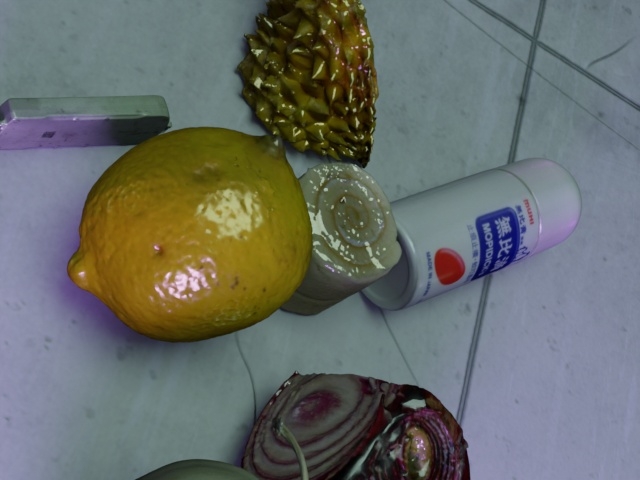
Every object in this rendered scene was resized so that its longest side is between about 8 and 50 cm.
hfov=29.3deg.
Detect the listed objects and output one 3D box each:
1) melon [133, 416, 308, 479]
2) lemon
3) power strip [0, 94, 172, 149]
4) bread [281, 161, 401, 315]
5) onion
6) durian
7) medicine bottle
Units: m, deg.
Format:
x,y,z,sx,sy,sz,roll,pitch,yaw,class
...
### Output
x,y,z,sx,sy,sz,roll,pitch,yaw,class
-0.130,0.342,1.121,0.272,0.308,0.271,49,21,-25,melon
-0.136,-0.005,1.289,0.254,0.228,0.228,-17,77,4,lemon
-0.270,-0.130,1.347,0.227,0.080,0.029,-6,71,-34,power strip
0.000,0.000,1.427,0.134,0.141,0.148,-20,81,-38,bread
0.037,0.270,1.307,0.206,0.216,0.207,49,62,-26,onion
0.004,-0.259,1.511,0.186,0.196,0.305,-2,74,-26,durian
0.200,-0.019,1.571,0.341,0.130,0.130,-19,81,-37,medicine bottle
